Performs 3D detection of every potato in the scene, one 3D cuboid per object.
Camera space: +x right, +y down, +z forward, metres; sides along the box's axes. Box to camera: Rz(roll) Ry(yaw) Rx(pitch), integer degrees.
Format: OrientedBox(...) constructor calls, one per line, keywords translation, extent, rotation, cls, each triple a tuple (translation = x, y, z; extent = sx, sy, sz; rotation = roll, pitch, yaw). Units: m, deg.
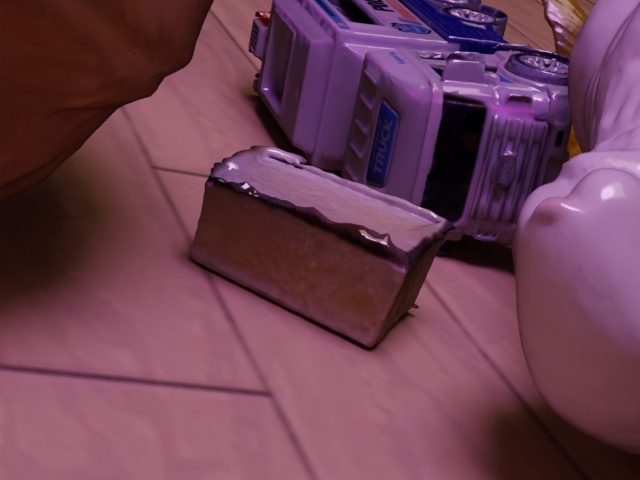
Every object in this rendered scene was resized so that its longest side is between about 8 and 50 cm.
OrientedBox(translation=(-0.002, -0.001, 0.707), extent=(0.122, 0.061, 0.086), rotation=(23, 22, 17), cls="potato")

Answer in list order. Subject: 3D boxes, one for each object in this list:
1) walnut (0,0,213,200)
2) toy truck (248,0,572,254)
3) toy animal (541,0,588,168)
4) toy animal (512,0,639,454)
OrientedBox(translation=(-0.194, -0.203, 0.592), extent=(0.383, 0.384, 0.383), rotation=(16, 21, -6), cls="walnut")
OrientedBox(translation=(0.053, -0.095, 0.904), extent=(0.155, 0.124, 0.268), rotation=(4, 23, -17), cls="toy truck")
OrientedBox(translation=(0.197, -0.084, 1.012), extent=(0.155, 0.095, 0.219), rotation=(5, 63, -32), cls="toy animal")
OrientedBox(translation=(0.196, -0.024, 0.685), extent=(0.194, 0.258, 0.357), rotation=(10, 45, 26), cls="toy animal")
